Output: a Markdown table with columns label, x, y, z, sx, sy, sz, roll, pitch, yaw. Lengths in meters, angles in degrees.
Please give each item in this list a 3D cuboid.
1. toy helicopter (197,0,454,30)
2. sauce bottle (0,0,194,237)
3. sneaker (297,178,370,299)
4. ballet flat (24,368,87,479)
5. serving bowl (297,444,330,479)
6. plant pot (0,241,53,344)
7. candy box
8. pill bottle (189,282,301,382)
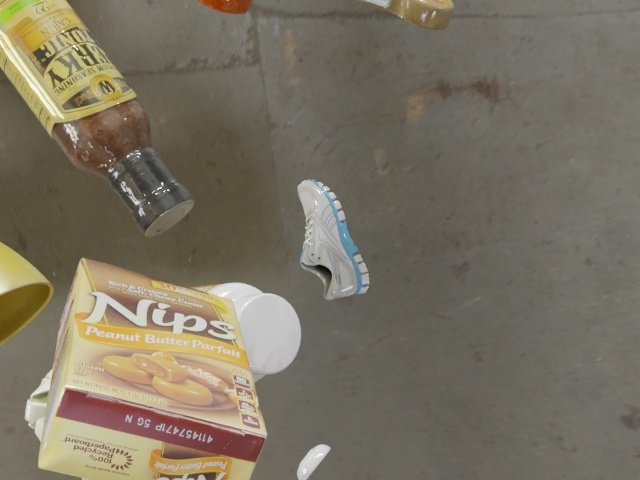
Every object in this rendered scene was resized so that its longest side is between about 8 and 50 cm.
| label | x | y | z | sx | sy | sz | roll | pitch | yaw |
| --- | --- | --- | --- | --- | --- | --- | --- | --- | --- |
| toy helicopter | 0.009 | -0.363 | 1.324 | 0.355 | 0.235 | 0.140 | 19 | 118 | -4 |
| sauce bottle | -0.270 | -0.159 | 1.134 | 0.111 | 0.111 | 0.344 | -37 | 83 | -16 |
| sneaker | 0.000 | 0.000 | 1.449 | 0.083 | 0.071 | 0.191 | -20 | 77 | -23 |
| ballet flat | -0.440 | 0.305 | 1.724 | 0.147 | 0.409 | 0.147 | -7 | 105 | -29 |
| serving bowl | -0.017 | 0.403 | 1.800 | 0.027 | 0.083 | 0.083 | 39 | 74 | 7 |
| plant pot | -0.318 | 0.041 | 0.863 | 0.134 | 0.134 | 0.095 | -36 | 80 | -16 |
| candy box | -0.169 | 0.129 | 0.982 | 0.183 | 0.316 | 0.087 | 18 | 105 | -16 |
| pill bottle | -0.138 | 0.127 | 1.317 | 0.136 | 0.245 | 0.136 | 5 | 81 | -38 |
